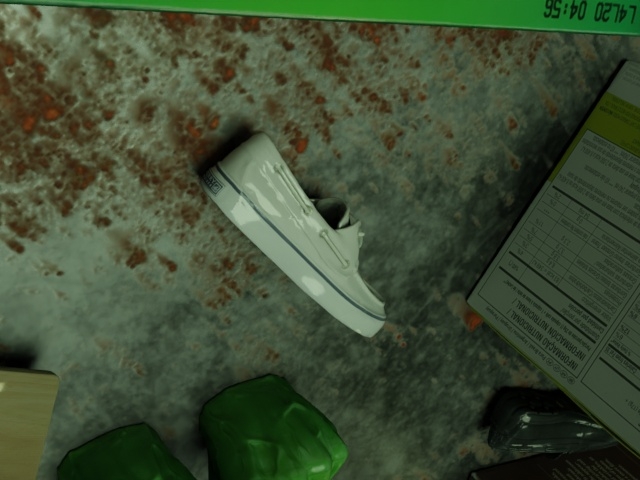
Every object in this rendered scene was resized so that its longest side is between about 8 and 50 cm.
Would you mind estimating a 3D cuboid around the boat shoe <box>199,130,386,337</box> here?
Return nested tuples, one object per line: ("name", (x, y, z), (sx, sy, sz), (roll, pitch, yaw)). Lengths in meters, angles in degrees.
("boat shoe", (0.000, 0.000, 0.926), (0.084, 0.095, 0.258), (-44, 132, 3))

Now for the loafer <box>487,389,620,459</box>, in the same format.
("loafer", (0.306, 0.240, 1.278), (0.223, 0.076, 0.078), (10, 116, -31))

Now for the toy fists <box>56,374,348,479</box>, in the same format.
("toy fists", (-0.109, 0.236, 0.966), (0.279, 0.142, 0.096), (-17, 125, -23))

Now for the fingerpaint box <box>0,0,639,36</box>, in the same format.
("fingerpaint box", (-0.070, -0.242, 0.556), (0.445, 0.371, 0.163), (-5, 119, -31))

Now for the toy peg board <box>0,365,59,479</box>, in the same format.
("toy peg board", (-0.328, 0.174, 0.848), (0.161, 0.079, 0.160), (12, 94, -37))

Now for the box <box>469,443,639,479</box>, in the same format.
("box", (0.389, 0.379, 1.333), (0.382, 0.191, 0.143), (-4, 119, -30))

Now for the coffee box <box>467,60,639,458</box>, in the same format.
("coffee box", (0.438, 0.063, 1.078), (0.338, 0.338, 0.334), (23, 103, -39))
